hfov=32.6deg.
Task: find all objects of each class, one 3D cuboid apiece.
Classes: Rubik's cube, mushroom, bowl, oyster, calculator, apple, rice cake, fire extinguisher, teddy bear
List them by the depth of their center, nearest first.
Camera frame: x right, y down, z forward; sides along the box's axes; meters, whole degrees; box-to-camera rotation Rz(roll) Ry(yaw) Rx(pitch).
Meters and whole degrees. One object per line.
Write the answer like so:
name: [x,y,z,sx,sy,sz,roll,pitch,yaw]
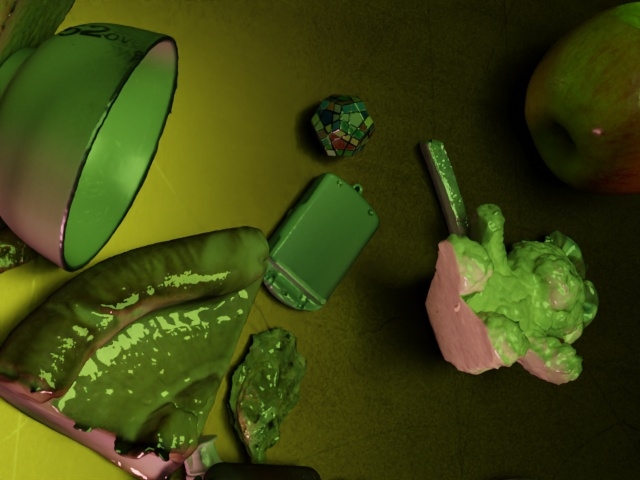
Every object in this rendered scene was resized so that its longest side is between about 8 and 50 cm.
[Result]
bowl: [-0.350,-0.152,1.508,0.185,0.354,0.354,24,73,3]
mushroom: [-0.255,0.120,1.599,0.314,0.224,0.397,30,65,-6]
fire extinguisher: [-0.107,0.379,1.646,0.268,0.072,0.089,17,99,-51]
oyster: [-0.082,0.237,1.730,0.133,0.072,0.209,44,66,-20]
calculator: [0.000,0.000,1.805,0.141,0.045,0.246,42,69,-17]
Rubik's cube: [0.036,-0.191,1.815,0.093,0.111,0.111,-29,99,-1]
teddy bear: [0.366,0.078,1.839,0.362,0.375,0.327,-19,76,-13]
rice cake: [0.224,-0.079,1.927,0.034,0.043,0.211,-21,95,-19]
apple: [0.532,-0.245,1.940,0.340,0.339,0.339,3,84,-27]

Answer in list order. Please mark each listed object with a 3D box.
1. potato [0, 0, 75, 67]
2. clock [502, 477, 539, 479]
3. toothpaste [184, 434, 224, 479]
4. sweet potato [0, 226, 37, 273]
potato: [-0.500,-0.337,1.488,0.237,0.289,0.301,31,104,-3]
clock: [0.349,0.496,1.925,0.198,0.064,0.172,-34,101,-25]
toothpaste: [-0.148,0.462,1.678,0.100,0.066,0.323,-13,92,-4]
sweet potato: [-0.469,0.023,1.562,0.206,0.060,0.068,-27,60,-16]
